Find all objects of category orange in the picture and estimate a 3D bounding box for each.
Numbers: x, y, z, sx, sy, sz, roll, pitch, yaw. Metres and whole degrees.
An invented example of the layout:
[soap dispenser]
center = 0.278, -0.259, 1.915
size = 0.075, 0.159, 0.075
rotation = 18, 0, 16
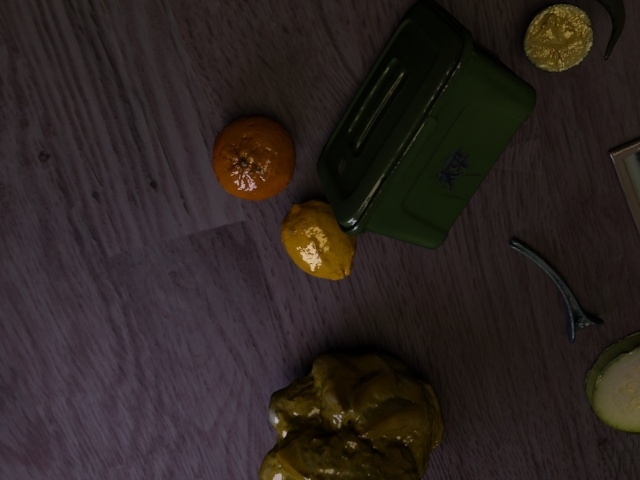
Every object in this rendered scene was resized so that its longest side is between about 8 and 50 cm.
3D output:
[orange]
center = -0.104, -0.126, 1.334
size = 0.135, 0.117, 0.135
rotation = 2, 120, 3

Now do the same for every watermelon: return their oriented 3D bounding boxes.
[watermelon]
center = 0.352, -0.310, 1.281
size = 0.105, 0.062, 0.105
rotation = -1, 123, -2

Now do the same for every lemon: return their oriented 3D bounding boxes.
[lemon]
center = 0.000, 0.000, 1.393
size = 0.114, 0.114, 0.155
rotation = -34, 110, 14

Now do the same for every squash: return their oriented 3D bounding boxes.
[squash]
center = 0.599, 0.265, 1.563
size = 0.219, 0.041, 0.219
rotation = 0, 119, 0

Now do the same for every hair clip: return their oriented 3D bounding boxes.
[hair clip]
center = 0.405, 0.076, 1.478
size = 0.070, 0.039, 0.229
rotation = -34, 106, 13

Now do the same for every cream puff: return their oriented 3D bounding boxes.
[cream puff]
center = 0.072, 0.336, 1.461
size = 0.323, 0.270, 0.274
rotation = 10, 105, -11

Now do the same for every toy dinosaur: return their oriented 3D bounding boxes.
[toy dinosaur]
center = 0.352, -0.362, 1.236
size = 0.187, 0.087, 0.179
rotation = 12, 104, 16

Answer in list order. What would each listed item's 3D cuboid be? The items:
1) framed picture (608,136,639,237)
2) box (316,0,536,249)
[framed picture]
center = 0.649, -0.056, 1.423
size = 0.247, 0.022, 0.335
rotation = -24, 112, 10
[box]
center = 0.150, -0.160, 1.260
size = 0.178, 0.253, 0.328
rotation = 23, 114, -25
